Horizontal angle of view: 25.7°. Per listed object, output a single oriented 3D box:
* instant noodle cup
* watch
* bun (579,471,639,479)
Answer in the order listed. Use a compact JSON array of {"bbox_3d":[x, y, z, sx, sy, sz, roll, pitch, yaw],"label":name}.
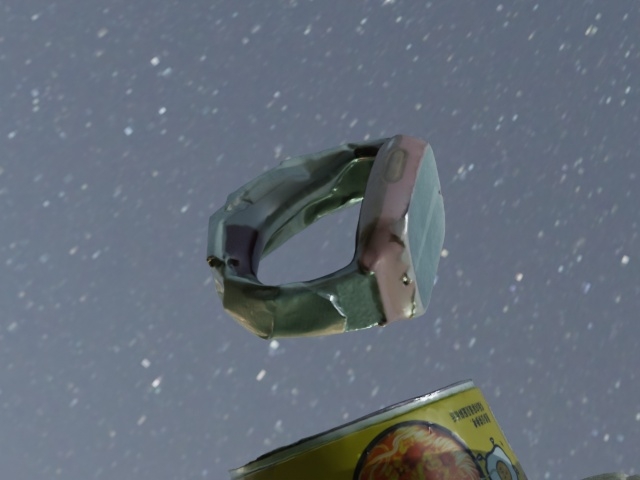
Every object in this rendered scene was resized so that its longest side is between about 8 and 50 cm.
[{"bbox_3d":[0.070,0.286,1.270,0.325,0.325,0.254,-28,-101,36],"label":"instant noodle cup"},{"bbox_3d":[0.000,0.000,1.549,0.241,0.253,0.162,-1,-49,18],"label":"watch"},{"bbox_3d":[0.370,0.324,1.534,0.231,0.231,0.133,27,-91,9],"label":"bun"}]
